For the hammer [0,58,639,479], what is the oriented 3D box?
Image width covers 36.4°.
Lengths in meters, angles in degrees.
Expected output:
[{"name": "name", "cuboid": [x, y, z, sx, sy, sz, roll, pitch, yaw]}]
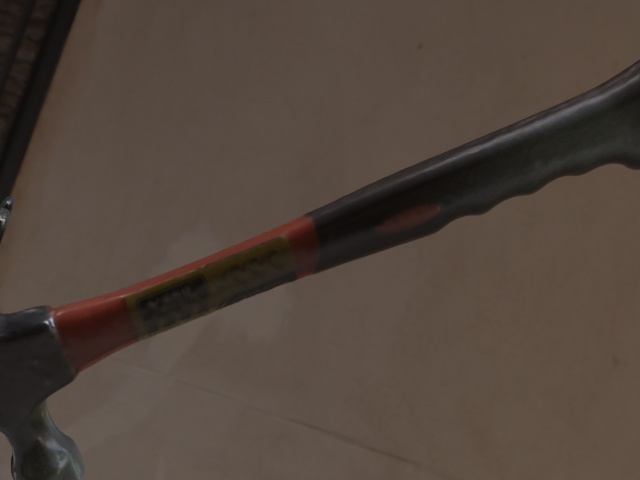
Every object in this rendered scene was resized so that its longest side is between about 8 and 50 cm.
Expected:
[{"name": "hammer", "cuboid": [0.000, 0.000, 0.361, 0.288, 0.111, 0.033, -21, 22, -2]}]
